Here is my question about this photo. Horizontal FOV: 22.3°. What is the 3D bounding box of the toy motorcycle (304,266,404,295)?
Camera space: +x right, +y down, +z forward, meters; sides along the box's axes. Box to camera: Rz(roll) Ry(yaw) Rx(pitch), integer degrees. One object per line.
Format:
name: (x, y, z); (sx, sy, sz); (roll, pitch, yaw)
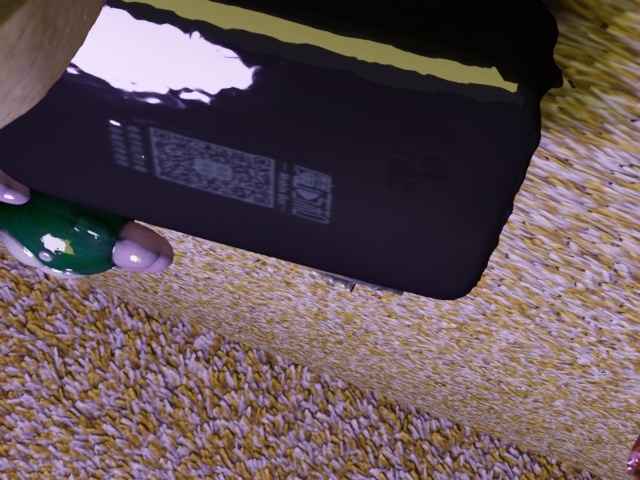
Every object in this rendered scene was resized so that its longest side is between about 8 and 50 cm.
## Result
toy motorcycle: (0.000, 0.000, 1.295); (0.124, 0.061, 0.193); (25, -176, 42)

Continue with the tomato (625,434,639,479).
tomato: (0.376, 0.131, 0.990); (0.338, 0.144, 0.338); (19, 166, 5)

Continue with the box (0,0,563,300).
box: (-0.039, -0.066, 0.792); (0.289, 0.073, 0.290); (15, 159, 3)

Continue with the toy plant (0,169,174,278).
toy plant: (-0.249, -0.027, 1.523); (0.232, 0.112, 0.243); (24, 176, -10)

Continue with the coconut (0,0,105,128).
coconut: (-0.163, -0.126, 0.537); (0.202, 0.202, 0.222); (22, 167, -9)
